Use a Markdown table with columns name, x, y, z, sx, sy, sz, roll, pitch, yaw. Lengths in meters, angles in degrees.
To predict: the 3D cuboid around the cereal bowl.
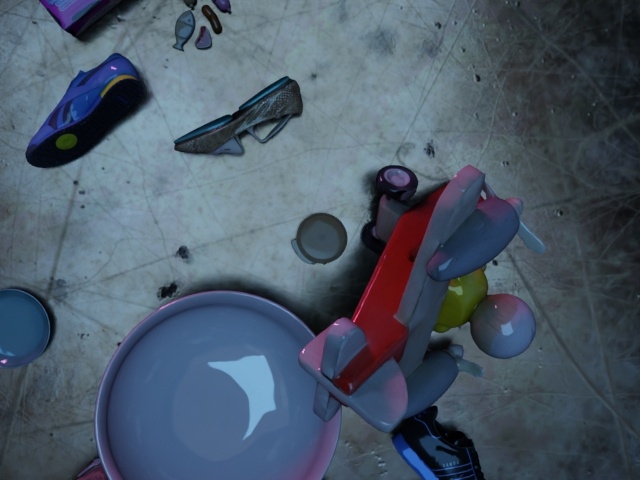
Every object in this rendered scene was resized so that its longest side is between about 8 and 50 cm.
| name | x | y | z | sx | sy | sz | roll | pitch | yaw |
| --- | --- | --- | --- | --- | --- | --- | --- | --- | --- |
| cereal bowl | -0.148 | 0.245 | 1.175 | 0.339 | 0.141 | 0.339 | 3 | 77 | -14 |

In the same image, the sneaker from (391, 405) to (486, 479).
| name | x | y | z | sx | sy | sz | roll | pitch | yaw |
| --- | --- | --- | --- | --- | --- | --- | --- | --- | --- |
| sneaker | 0.216 | 0.354 | 1.249 | 0.090 | 0.081 | 0.232 | -44 | 93 | 7 |

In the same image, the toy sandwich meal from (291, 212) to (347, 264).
| name | x | y | z | sx | sy | sz | roll | pitch | yaw |
| --- | --- | --- | --- | --- | --- | --- | --- | --- | --- |
| toy sandwich meal | 0.000 | 0.000 | 1.248 | 0.085 | 0.029 | 0.086 | 1 | 82 | -5 |

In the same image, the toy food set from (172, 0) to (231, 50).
| name | x | y | z | sx | sy | sz | roll | pitch | yaw |
| --- | --- | --- | --- | --- | --- | --- | --- | --- | --- |
| toy food set | -0.173 | -0.339 | 1.224 | 0.078 | 0.019 | 0.122 | 11 | 92 | -3 |

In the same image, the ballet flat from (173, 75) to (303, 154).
| name | x | y | z | sx | sy | sz | roll | pitch | yaw |
| --- | --- | --- | --- | --- | --- | --- | --- | --- | --- |
| ballet flat | -0.115 | -0.166 | 1.215 | 0.206 | 0.073 | 0.067 | -29 | 108 | 3 |

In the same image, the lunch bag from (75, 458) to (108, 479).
| name | x | y | z | sx | sy | sz | roll | pitch | yaw |
| --- | --- | --- | --- | --- | --- | --- | --- | --- | --- |
| lunch bag | -0.316 | 0.465 | 1.124 | 0.212 | 0.305 | 0.256 | 19 | 95 | -6 |

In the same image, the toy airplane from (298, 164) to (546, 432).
| name | x | y | z | sx | sy | sz | roll | pitch | yaw |
| --- | --- | --- | --- | --- | --- | --- | --- | --- | --- |
| toy airplane | 0.146 | 0.095 | 1.081 | 0.272 | 0.386 | 0.384 | 20 | 93 | 9 |

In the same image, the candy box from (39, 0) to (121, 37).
| name | x | y | z | sx | sy | sz | roll | pitch | yaw |
| --- | --- | --- | --- | --- | --- | --- | --- | --- | --- |
| candy box | -0.375 | -0.436 | 1.184 | 0.159 | 0.071 | 0.233 | -38 | 95 | 0 |

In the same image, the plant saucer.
| name | x | y | z | sx | sy | sz | roll | pitch | yaw |
| --- | --- | --- | --- | --- | --- | --- | --- | --- | --- |
| plant saucer | -0.463 | 0.131 | 1.234 | 0.119 | 0.021 | 0.119 | 0 | 92 | -2 |

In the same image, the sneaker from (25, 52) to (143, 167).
| name | x | y | z | sx | sy | sz | roll | pitch | yaw |
| --- | --- | --- | --- | --- | --- | --- | --- | --- | --- |
| sneaker | -0.353 | -0.191 | 1.210 | 0.209 | 0.069 | 0.082 | -39 | 61 | 8 |
